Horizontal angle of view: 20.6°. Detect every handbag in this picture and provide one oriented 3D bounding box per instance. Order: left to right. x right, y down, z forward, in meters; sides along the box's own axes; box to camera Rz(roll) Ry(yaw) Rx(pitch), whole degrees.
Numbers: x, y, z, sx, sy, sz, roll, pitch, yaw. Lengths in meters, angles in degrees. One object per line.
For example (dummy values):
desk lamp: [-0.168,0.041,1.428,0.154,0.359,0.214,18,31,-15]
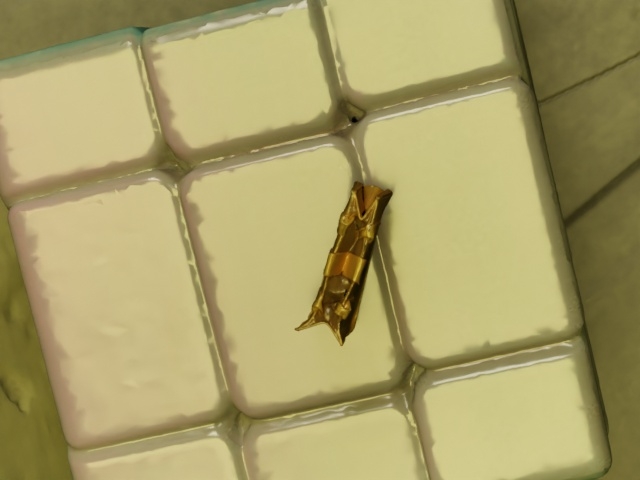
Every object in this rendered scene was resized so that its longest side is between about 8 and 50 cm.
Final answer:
handbag: [0.014,0.011,0.940,0.027,0.061,0.083,18,99,6]

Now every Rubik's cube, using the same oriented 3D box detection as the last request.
Rubik's cube: [0.000,0.000,1.133,0.316,0.322,0.319,-13,95,9]

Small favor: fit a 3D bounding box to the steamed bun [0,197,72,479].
steamed bun: [-0.302,0.097,1.198,0.233,0.334,0.312,-13,81,30]
